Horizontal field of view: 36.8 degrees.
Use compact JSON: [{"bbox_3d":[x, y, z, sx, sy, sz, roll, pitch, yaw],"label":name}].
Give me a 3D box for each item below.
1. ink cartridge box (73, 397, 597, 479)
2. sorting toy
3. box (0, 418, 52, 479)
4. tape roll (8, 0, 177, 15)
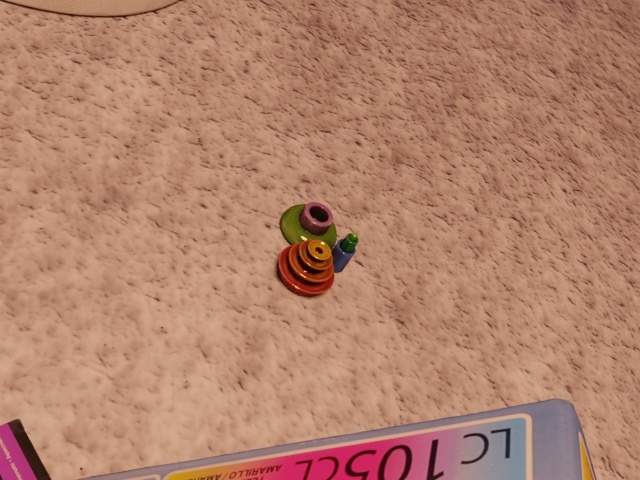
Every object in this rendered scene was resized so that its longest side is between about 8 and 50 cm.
[{"bbox_3d":[-0.024,0.250,0.310,0.395,0.270,0.151,-73,144,-57],"label":"ink cartridge box"},{"bbox_3d":[0.000,0.000,0.784,0.061,0.042,0.102,20,44,-15],"label":"sorting toy"},{"bbox_3d":[-0.211,0.173,0.509,0.162,0.029,0.116,-16,61,-41],"label":"box"},{"bbox_3d":[-0.274,-0.371,0.932,0.392,0.072,0.392,17,46,-18],"label":"tape roll"}]
